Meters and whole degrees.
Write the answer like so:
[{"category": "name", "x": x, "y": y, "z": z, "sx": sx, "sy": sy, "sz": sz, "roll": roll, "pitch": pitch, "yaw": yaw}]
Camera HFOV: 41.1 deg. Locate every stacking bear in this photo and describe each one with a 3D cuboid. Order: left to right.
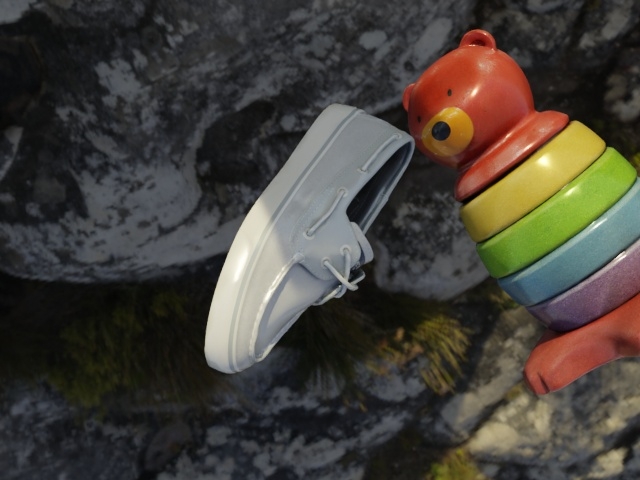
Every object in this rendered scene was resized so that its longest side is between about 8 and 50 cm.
[{"category": "stacking bear", "x": 0.185, "y": -0.041, "z": 0.745, "sx": 0.164, "sy": 0.289, "sz": 0.175, "roll": -37, "pitch": 180, "yaw": -44}]

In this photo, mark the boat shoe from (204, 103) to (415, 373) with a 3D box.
[{"category": "boat shoe", "x": 0.000, "y": 0.000, "z": 0.481, "sx": 0.066, "sy": 0.063, "sz": 0.184, "roll": 86, "pitch": 28, "yaw": -49}]
